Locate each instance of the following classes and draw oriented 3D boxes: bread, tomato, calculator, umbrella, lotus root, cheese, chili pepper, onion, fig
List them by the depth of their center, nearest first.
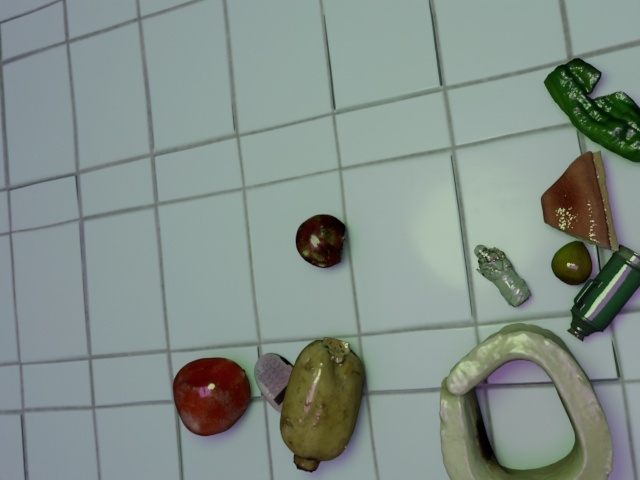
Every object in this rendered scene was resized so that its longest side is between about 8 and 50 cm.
[{"bbox_3d":[0.367,0.328,1.116,0.293,0.153,0.331,-18,80,19],"label":"cheese"},{"bbox_3d":[0.527,-0.238,1.125,0.099,0.083,0.253,-44,68,13],"label":"chili pepper"},{"bbox_3d":[0.482,-0.066,1.128,0.119,0.067,0.192,-11,73,37],"label":"bread"},{"bbox_3d":[0.477,0.039,1.134,0.074,0.074,0.087,14,73,22],"label":"fig"},{"bbox_3d":[0.357,0.066,1.189,0.143,0.062,0.067,51,135,15],"label":"umbrella"},{"bbox_3d":[0.001,0.347,1.260,0.160,0.146,0.283,15,93,9],"label":"lotus root"},{"bbox_3d":[0.000,0.000,1.300,0.119,0.118,0.117,0,65,22],"label":"onion"},{"bbox_3d":[-0.247,0.354,1.361,0.187,0.151,0.186,0,89,16],"label":"tomato"},{"bbox_3d":[-0.087,0.329,1.365,0.103,0.024,0.166,-48,70,12],"label":"calculator"}]

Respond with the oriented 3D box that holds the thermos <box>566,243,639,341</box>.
[{"bbox_3d":[0.525,0.103,1.104,0.073,0.083,0.187,39,102,29],"label":"thermos"}]
